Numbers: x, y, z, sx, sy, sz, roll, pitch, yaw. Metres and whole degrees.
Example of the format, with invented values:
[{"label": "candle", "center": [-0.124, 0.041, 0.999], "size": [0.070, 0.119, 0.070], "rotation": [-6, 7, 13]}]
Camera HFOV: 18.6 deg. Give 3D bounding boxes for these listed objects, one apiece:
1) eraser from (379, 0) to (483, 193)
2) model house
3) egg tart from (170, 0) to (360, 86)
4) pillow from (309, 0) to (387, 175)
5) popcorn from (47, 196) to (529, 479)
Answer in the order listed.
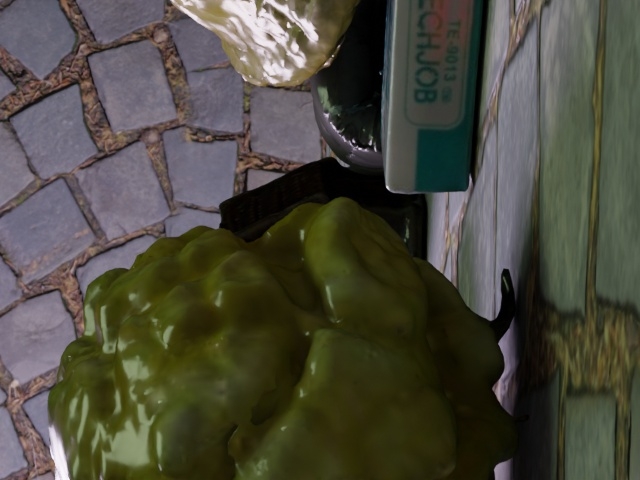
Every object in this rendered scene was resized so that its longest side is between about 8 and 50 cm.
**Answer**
[{"label": "eraser", "center": [0.063, -0.145, 1.094], "size": [0.095, 0.052, 0.225], "rotation": [-89, 2, -68]}, {"label": "model house", "center": [0.000, -0.002, 1.420], "size": [0.165, 0.152, 0.106], "rotation": [-99, 17, -71]}, {"label": "egg tart", "center": [-0.046, -0.232, 1.153], "size": [0.290, 0.115, 0.290], "rotation": [-177, 90, -72]}, {"label": "pillow", "center": [0.039, -0.210, 1.289], "size": [0.228, 0.101, 0.326], "rotation": [41, -127, -89]}, {"label": "popcorn", "center": [-0.008, 0.100, 0.888], "size": [0.249, 0.225, 0.249], "rotation": [45, 144, 46]}]
